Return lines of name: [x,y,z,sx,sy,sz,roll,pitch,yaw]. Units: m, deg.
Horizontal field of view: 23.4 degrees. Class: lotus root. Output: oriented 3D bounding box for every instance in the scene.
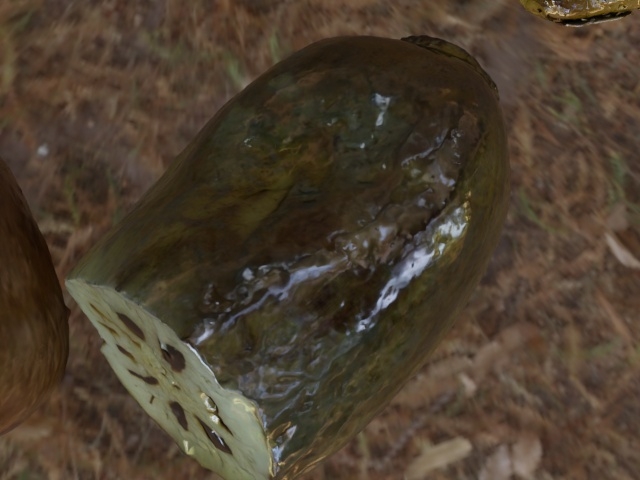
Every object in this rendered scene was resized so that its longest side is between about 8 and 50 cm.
lotus root: [0.000,0.000,1.129,0.250,0.250,0.346,48,65,-14]

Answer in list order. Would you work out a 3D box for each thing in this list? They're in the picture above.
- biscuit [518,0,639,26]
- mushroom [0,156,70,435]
biscuit: [0.096,-0.126,0.374,0.144,0.203,0.016,-10,138,1]
mushroom: [-0.258,0.026,0.715,0.283,0.263,0.195,-27,128,-34]
